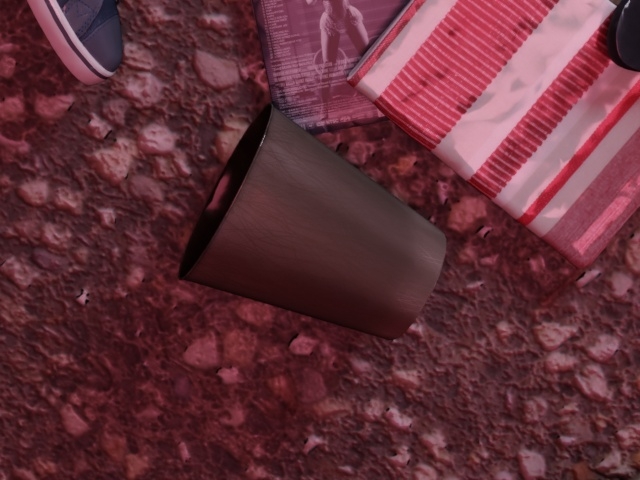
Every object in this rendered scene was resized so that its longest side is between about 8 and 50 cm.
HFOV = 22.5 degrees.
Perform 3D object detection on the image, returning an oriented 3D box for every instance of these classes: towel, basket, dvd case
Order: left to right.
[{"bbox_3d":[0.000,0.000,1.648,0.227,0.154,0.204,27,106,-13],"label":"basket"},{"bbox_3d":[0.017,-0.223,1.645,0.164,0.018,0.221,-11,107,2],"label":"dvd case"},{"bbox_3d":[0.223,-0.154,1.654,0.329,0.037,0.237,37,100,-12],"label":"towel"}]

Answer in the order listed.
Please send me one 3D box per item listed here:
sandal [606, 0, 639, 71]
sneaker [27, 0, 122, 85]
[{"bbox_3d":[0.409,-0.228,1.610,0.254,0.054,0.097,-11,95,-9],"label":"sandal"},{"bbox_3d":[-0.240,-0.314,1.555,0.127,0.126,0.321,-19,105,10],"label":"sneaker"}]
